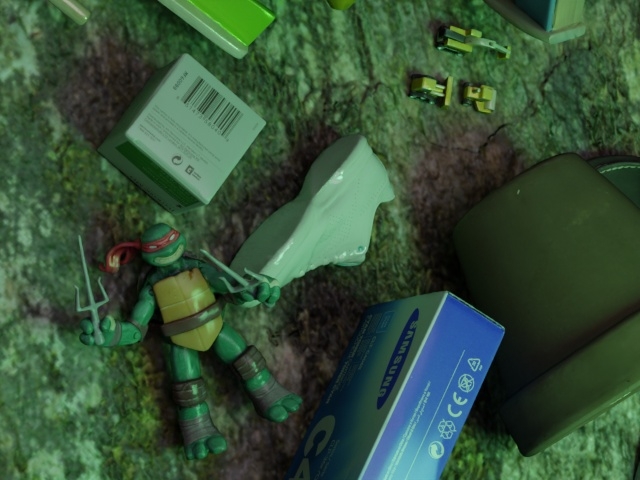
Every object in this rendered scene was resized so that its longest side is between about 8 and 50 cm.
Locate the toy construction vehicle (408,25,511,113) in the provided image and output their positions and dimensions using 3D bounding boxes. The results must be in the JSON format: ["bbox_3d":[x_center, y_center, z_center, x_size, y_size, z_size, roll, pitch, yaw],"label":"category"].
[{"bbox_3d":[0.144,-0.173,1.615,0.098,0.035,0.086,17,77,-23],"label":"toy construction vehicle"}]

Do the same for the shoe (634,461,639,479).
[{"bbox_3d":[0.372,0.294,1.651,0.081,0.063,0.178,10,85,-25],"label":"shoe"}]

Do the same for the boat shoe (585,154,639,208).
[{"bbox_3d":[0.411,-0.017,1.688,0.335,0.095,0.112,19,76,-22],"label":"boat shoe"}]

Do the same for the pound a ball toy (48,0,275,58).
[{"bbox_3d":[-0.177,-0.295,1.435,0.319,0.208,0.136,35,27,-26],"label":"pound a ball toy"}]

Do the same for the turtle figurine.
[{"bbox_3d":[-0.114,0.068,1.415,0.175,0.118,0.234,-21,109,7],"label":"turtle figurine"}]

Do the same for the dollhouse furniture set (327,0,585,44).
[{"bbox_3d":[0.074,-0.298,1.498,0.303,0.286,0.198,-18,133,-25],"label":"dollhouse furniture set"}]

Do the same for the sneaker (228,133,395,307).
[{"bbox_3d":[0.000,0.000,1.508,0.212,0.080,0.094,-49,116,-23],"label":"sneaker"}]

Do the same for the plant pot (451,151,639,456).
[{"bbox_3d":[0.247,0.048,1.543,0.263,0.263,0.229,-27,76,-26],"label":"plant pot"}]

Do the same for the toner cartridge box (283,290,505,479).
[{"bbox_3d":[0.033,0.218,1.442,0.075,0.165,0.348,33,70,-18],"label":"toner cartridge box"}]

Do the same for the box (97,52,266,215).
[{"bbox_3d":[-0.127,-0.095,1.448,0.101,0.087,0.102,40,69,-15],"label":"box"}]
